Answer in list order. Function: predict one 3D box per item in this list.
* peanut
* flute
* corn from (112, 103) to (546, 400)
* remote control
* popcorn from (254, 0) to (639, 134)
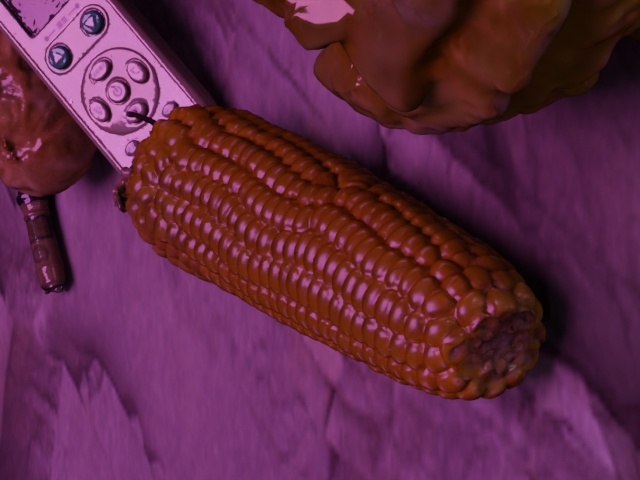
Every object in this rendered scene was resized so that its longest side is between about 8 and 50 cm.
[{"bbox_3d":[-0.209,-0.144,1.260,0.103,0.098,0.229,101,159,-80],"label":"peanut"},{"bbox_3d":[-0.222,-0.069,1.339,0.027,0.027,0.233,-36,63,45],"label":"flute"},{"bbox_3d":[0.000,0.000,1.008,0.305,0.106,0.106,26,110,45],"label":"corn"},{"bbox_3d":[-0.144,-0.123,1.174,0.078,0.042,0.221,-44,79,20],"label":"remote control"},{"bbox_3d":[0.055,-0.164,0.833,0.259,0.212,0.259,9,124,13],"label":"popcorn"}]
